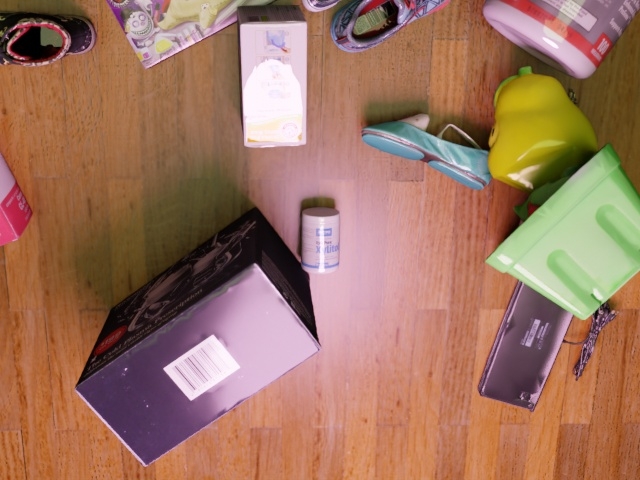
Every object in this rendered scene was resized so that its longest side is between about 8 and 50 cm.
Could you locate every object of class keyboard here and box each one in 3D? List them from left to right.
[{"bbox_3d":[0.442,0.184,1.539,0.202,0.033,0.317,17,107,-2],"label":"keyboard"}]

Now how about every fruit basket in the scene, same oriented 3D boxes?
[{"bbox_3d":[0.364,-0.078,1.304,0.392,0.392,0.283,43,100,-15],"label":"fruit basket"}]

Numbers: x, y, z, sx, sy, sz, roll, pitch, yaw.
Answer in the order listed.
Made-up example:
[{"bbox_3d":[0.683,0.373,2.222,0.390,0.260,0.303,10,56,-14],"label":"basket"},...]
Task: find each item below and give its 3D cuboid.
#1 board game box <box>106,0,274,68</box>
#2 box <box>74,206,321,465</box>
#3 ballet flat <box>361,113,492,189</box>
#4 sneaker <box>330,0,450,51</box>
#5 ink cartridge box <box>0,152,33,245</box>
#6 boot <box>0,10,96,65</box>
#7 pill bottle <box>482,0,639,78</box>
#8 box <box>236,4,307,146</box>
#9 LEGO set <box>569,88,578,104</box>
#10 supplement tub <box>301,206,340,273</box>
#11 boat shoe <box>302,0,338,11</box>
[{"bbox_3d":[-0.182,-0.448,1.290,0.347,0.056,0.208,-27,103,5],"label":"board game box"},{"bbox_3d":[-0.193,0.145,1.335,0.343,0.312,0.179,-35,106,6],"label":"box"},{"bbox_3d":[0.191,-0.170,1.394,0.247,0.083,0.087,21,81,-10],"label":"ballet flat"},{"bbox_3d":[0.139,-0.385,1.288,0.262,0.125,0.104,-37,107,8],"label":"sneaker"},{"bbox_3d":[-0.648,-0.117,1.303,0.226,0.131,0.306,-18,113,3],"label":"ink cartridge box"},{"bbox_3d":[-0.482,-0.311,1.240,0.237,0.178,0.085,-5,108,-3],"label":"boot"},{"bbox_3d":[0.436,-0.455,1.243,0.210,0.210,0.363,31,103,-12],"label":"pill bottle"},{"bbox_3d":[-0.079,-0.266,1.296,0.103,0.114,0.203,-3,120,-7],"label":"box"},{"bbox_3d":[0.412,-0.236,1.412,0.083,0.023,0.054,-12,111,-14],"label":"LEGO set"},{"bbox_3d":[0.000,0.000,1.429,0.071,0.071,0.107,-1,108,-4],"label":"supplement tub"},{"bbox_3d":[0.055,-0.425,1.259,0.183,0.083,0.065,-41,119,-14],"label":"boat shoe"}]
